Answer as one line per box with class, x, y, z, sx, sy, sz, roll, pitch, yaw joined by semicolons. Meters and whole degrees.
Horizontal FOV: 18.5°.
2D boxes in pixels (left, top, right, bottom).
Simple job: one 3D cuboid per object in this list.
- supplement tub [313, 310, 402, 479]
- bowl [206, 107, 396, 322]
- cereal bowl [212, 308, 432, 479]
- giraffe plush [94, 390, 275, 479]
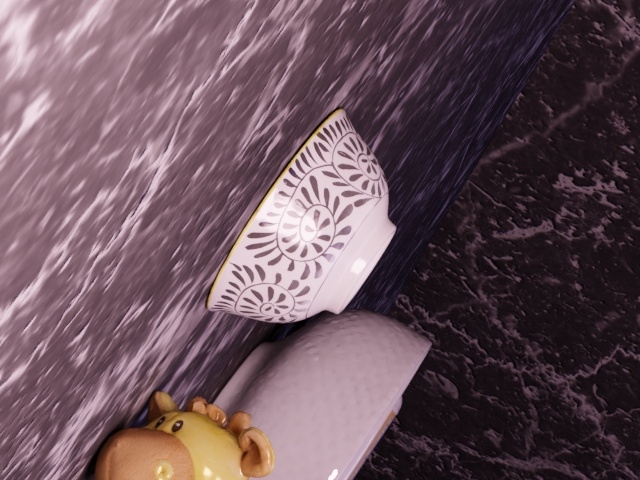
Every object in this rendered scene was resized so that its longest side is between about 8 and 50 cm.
supplement tub;-0.001;0.187;2.141;0.200;0.144;0.144;-56;175;-11
bowl;0.000;0.000;1.372;0.170;0.080;0.170;-55;175;-7
cereal bowl;-0.041;0.200;1.877;0.339;0.141;0.339;-56;175;-7
giraffe plush;-0.101;0.194;1.328;0.210;0.181;0.170;-3;106;-71
